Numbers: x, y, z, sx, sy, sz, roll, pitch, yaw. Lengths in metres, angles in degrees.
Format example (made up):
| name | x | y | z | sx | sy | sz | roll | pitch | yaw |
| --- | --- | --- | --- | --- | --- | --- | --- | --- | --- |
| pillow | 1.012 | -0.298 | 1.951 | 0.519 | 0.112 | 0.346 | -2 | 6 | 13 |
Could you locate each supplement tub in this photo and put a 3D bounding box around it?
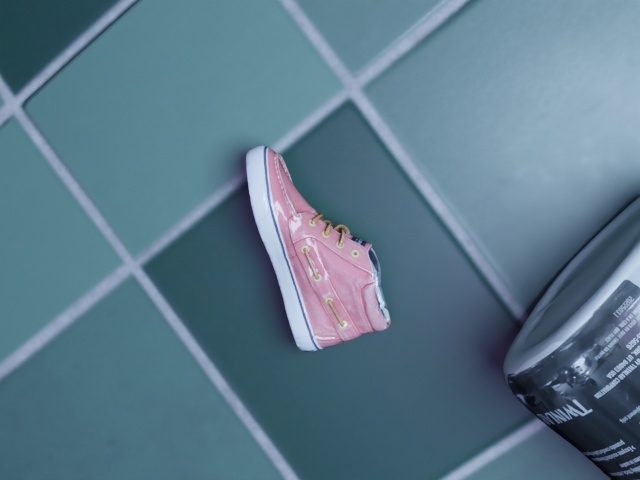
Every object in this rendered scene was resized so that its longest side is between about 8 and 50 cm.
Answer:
| name | x | y | z | sx | sy | sz | roll | pitch | yaw |
| --- | --- | --- | --- | --- | --- | --- | --- | --- | --- |
| supplement tub | 0.312 | 0.128 | 0.600 | 0.338 | 0.207 | 0.207 | 41 | 102 | 4 |

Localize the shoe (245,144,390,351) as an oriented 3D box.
| name | x | y | z | sx | sy | sz | roll | pitch | yaw |
| --- | --- | --- | --- | --- | --- | --- | --- | --- | --- |
| shoe | 0.000 | 0.000 | 0.726 | 0.081 | 0.063 | 0.178 | -15 | 98 | 11 |
